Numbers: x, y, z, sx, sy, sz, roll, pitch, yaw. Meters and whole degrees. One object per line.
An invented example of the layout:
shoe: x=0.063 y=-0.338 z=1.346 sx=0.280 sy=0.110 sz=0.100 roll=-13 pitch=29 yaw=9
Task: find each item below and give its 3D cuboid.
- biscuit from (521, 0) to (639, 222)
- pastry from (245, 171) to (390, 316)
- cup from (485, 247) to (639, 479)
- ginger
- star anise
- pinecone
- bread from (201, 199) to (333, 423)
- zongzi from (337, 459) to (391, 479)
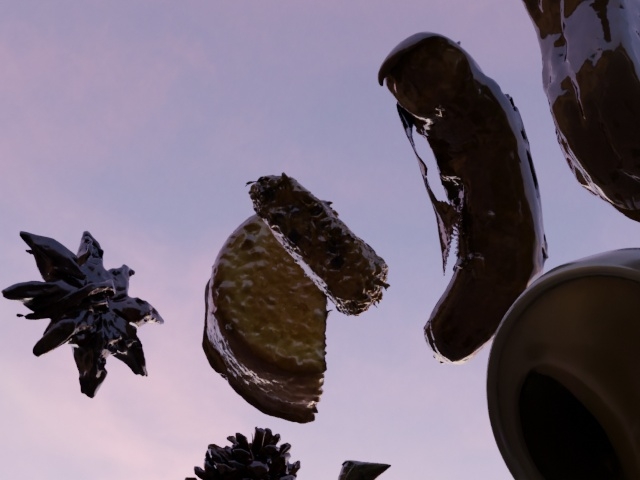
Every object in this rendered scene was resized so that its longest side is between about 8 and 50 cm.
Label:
biscuit: x=0.153 y=-0.212 z=0.537 sx=0.076 sy=0.368 sz=0.393 roll=-30 pitch=-93 yaw=40
pastry: x=0.000 y=0.000 z=0.733 sx=0.056 sy=0.080 sz=0.140 roll=-40 pitch=-103 yaw=1
cup: x=0.251 y=0.086 z=0.518 sx=0.255 sy=0.202 sz=0.173 roll=0 pitch=-88 yaw=48
ginger: x=0.141 y=-0.042 z=0.855 sx=0.133 sy=0.107 sz=0.309 roll=-17 pitch=-85 yaw=-26
star anise: x=-0.309 y=0.079 z=1.271 sx=0.103 sy=0.272 sz=0.272 roll=-33 pitch=-68 yaw=32
pinecone: x=-0.083 y=0.295 z=1.040 sx=0.174 sy=0.173 sz=0.173 roll=3 pitch=-60 yaw=5
bread: x=-0.082 y=0.093 z=1.360 sx=0.179 sy=0.339 sz=0.194 roll=6 pitch=-29 yaw=-7
zongzi: x=0.058 y=0.348 z=1.291 sx=0.083 sy=0.076 sz=0.040 roll=-5 pitch=-33 yaw=41
